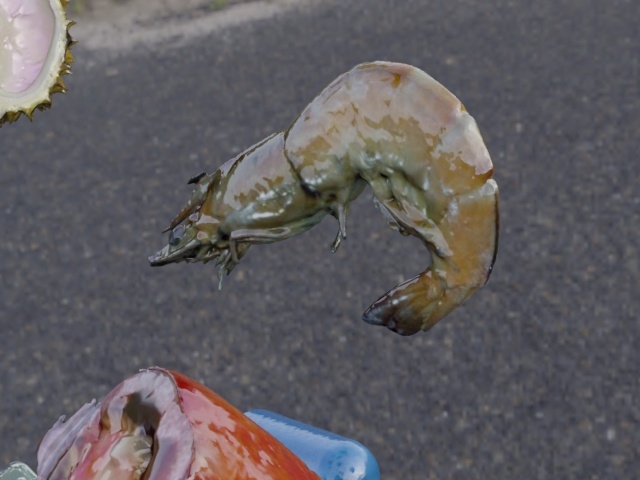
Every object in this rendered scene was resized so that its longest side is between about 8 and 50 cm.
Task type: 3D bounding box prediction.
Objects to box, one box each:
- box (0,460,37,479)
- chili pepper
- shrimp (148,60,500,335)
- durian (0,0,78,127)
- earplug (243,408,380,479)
[{"bbox_3d":[-0.346,0.317,1.481,0.084,0.122,0.069,-45,12,-26],"label":"box"},{"bbox_3d":[-0.088,0.274,1.037,0.251,0.305,0.229,-38,24,17],"label":"chili pepper"},{"bbox_3d":[0.000,0.000,0.853,0.296,0.169,0.058,-30,-7,41],"label":"shrimp"},{"bbox_3d":[-0.379,-0.233,1.457,0.183,0.249,0.138,-29,-7,-21],"label":"durian"},{"bbox_3d":[-0.020,0.323,1.843,0.132,0.132,0.273,-28,17,-32],"label":"earplug"}]
